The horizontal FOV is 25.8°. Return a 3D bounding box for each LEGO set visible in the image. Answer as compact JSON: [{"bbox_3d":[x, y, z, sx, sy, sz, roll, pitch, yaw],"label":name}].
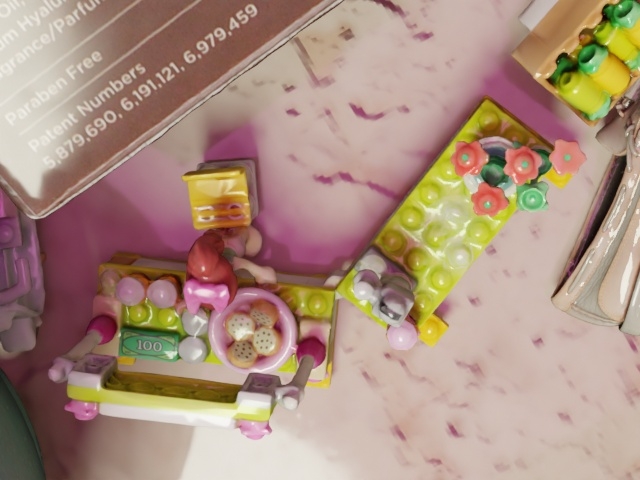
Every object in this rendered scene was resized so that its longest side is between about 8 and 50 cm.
[{"bbox_3d":[0.000,0.000,0.501,0.287,0.107,0.132,-16,98,9],"label":"LEGO set"}]

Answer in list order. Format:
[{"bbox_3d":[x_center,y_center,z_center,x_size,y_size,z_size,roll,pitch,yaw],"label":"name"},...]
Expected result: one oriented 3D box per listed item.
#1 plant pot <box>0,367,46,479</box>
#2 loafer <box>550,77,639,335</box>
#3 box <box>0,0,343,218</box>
[{"bbox_3d":[-0.212,0.112,0.479,0.293,0.196,0.293,1,96,12],"label":"plant pot"},{"bbox_3d":[0.120,-0.026,0.535,0.039,0.045,0.125,12,99,8],"label":"loafer"},{"bbox_3d":[-0.086,-0.151,0.444,0.167,0.168,0.203,-35,112,6],"label":"box"}]
